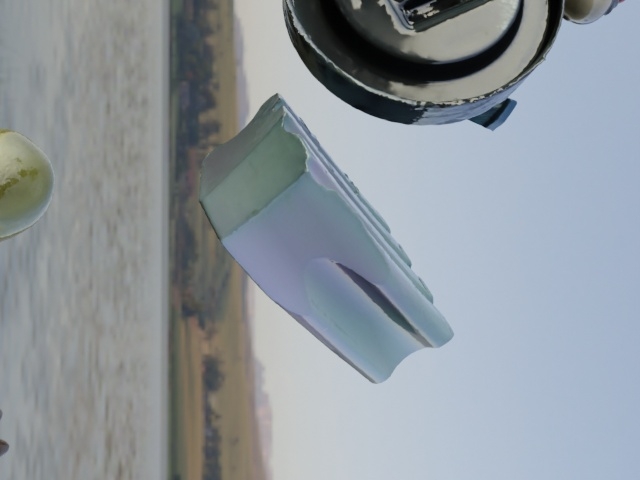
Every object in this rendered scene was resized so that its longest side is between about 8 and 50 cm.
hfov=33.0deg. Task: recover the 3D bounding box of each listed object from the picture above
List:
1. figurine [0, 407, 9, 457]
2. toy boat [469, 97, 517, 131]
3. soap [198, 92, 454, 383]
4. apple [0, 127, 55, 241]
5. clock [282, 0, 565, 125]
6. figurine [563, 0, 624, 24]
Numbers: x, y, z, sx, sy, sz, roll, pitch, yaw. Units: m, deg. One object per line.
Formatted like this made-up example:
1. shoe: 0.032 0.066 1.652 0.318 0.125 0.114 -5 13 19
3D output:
1. figurine: -0.400 0.189 1.075 0.177 0.173 0.247 53 12 1
2. toy boat: 0.236 -0.247 1.706 0.215 0.088 0.102 43 -64 50
3. soap: 0.000 0.000 1.097 0.208 0.115 0.347 59 7 34
4. apple: -0.541 -0.088 1.791 0.200 0.200 0.200 180 -90 -82
5. clock: 0.097 -0.244 1.055 0.055 0.280 0.281 108 -20 -69
6. figurine: 0.378 -0.474 1.765 0.412 0.306 0.241 -57 171 -65
